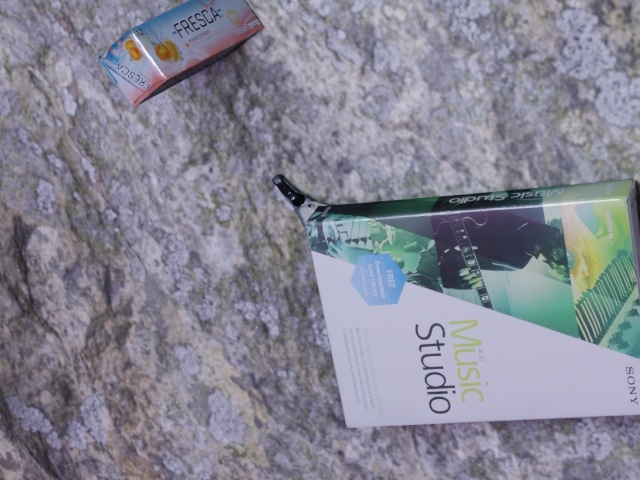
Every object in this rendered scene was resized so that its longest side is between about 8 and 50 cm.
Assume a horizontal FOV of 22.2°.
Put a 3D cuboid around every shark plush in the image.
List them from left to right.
[{"bbox_3d":[0.000,0.000,1.718,0.161,0.073,0.067,37,158,2],"label":"shark plush"}]

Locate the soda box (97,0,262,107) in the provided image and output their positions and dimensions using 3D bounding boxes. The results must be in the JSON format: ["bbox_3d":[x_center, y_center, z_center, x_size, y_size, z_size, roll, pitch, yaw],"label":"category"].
[{"bbox_3d":[-0.136,-0.196,1.616,0.058,0.183,0.063,-34,92,37],"label":"soda box"}]

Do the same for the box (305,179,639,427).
[{"bbox_3d":[0.162,0.067,1.611,0.322,0.058,0.232,-6,111,17],"label":"box"}]
